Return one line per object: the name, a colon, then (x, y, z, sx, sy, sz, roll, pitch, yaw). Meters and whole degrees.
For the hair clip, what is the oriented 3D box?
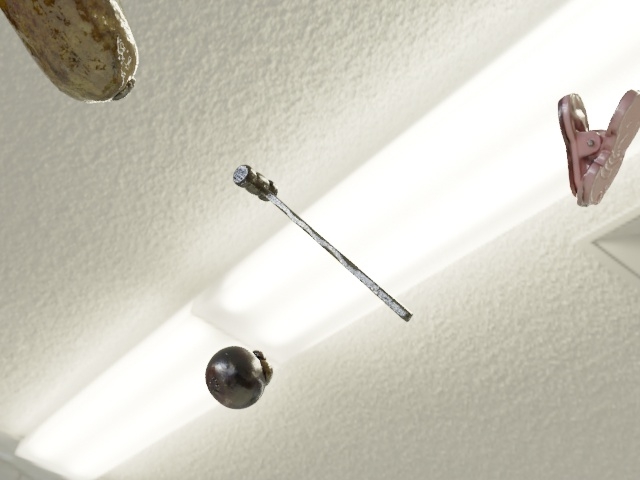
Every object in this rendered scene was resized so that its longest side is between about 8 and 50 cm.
hair clip: (0.340, -0.110, 0.937, 0.102, 0.123, 0.138, -6, -87, 38)

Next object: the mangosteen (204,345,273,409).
mangosteen: (-0.149, 0.258, 1.537, 0.140, 0.140, 0.140, 8, -41, 7)

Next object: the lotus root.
lotus root: (-0.308, -0.283, 0.953, 0.145, 0.128, 0.260, 18, -36, 49)

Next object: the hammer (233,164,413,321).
hammer: (0.000, 0.000, 0.865, 0.029, 0.292, 0.058, -54, -40, 7)
